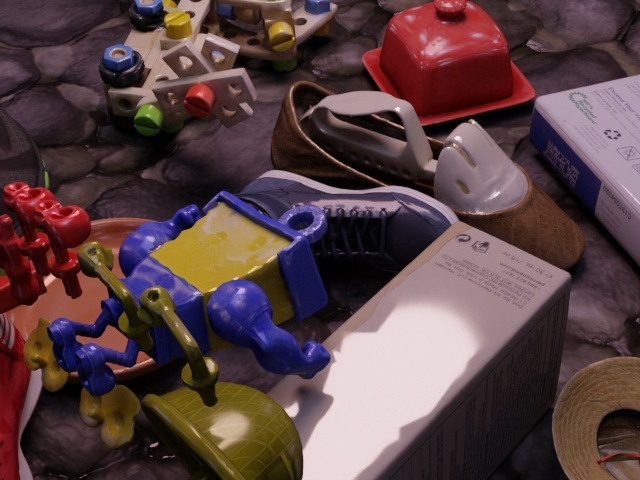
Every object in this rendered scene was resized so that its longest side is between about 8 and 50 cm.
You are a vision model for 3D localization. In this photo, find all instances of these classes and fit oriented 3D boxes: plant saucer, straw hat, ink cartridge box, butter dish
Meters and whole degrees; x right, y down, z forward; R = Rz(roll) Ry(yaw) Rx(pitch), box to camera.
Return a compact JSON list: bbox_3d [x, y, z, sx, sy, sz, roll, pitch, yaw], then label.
[{"bbox_3d":[-0.191,0.058,1.051,0.200,0.037,0.200,-2,44,1],"label":"plant saucer"},{"bbox_3d":[0.241,0.168,0.895,0.145,0.061,0.144,2,59,-3],"label":"straw hat"},{"bbox_3d":[0.427,-0.063,1.132,0.330,0.071,0.324,-13,43,-17],"label":"ink cartridge box"},{"bbox_3d":[0.140,-0.216,1.273,0.160,0.118,0.160,-15,44,-12],"label":"butter dish"}]

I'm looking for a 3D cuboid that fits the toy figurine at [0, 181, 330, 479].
[{"bbox_3d":[-0.070,0.019,0.778,0.217,0.191,0.363,-28,34,-28],"label":"toy figurine"}]

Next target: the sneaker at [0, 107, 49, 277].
[{"bbox_3d":[-0.366,-0.037,0.997,0.185,0.202,0.482,-10,27,6],"label":"sneaker"}]

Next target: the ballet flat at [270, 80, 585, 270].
[{"bbox_3d":[0.096,-0.074,1.117,0.342,0.124,0.116,26,50,27],"label":"ballet flat"}]

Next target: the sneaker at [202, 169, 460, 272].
[{"bbox_3d":[-0.001,0.002,1.037,0.226,0.086,0.163,10,21,25],"label":"sneaker"}]

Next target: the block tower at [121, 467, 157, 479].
[{"bbox_3d":[-0.064,0.304,0.740,0.091,0.097,0.335,-26,46,-23],"label":"block tower"}]

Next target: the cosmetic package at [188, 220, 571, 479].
[{"bbox_3d":[0.055,0.141,0.862,0.113,0.160,0.309,29,50,31],"label":"cosmetic package"}]

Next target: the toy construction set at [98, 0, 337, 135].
[{"bbox_3d":[-0.117,-0.205,1.265,0.215,0.151,0.327,8,33,10],"label":"toy construction set"}]

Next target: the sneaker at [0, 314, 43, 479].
[{"bbox_3d":[-0.272,0.144,0.875,0.087,0.128,0.221,-11,52,4],"label":"sneaker"}]
